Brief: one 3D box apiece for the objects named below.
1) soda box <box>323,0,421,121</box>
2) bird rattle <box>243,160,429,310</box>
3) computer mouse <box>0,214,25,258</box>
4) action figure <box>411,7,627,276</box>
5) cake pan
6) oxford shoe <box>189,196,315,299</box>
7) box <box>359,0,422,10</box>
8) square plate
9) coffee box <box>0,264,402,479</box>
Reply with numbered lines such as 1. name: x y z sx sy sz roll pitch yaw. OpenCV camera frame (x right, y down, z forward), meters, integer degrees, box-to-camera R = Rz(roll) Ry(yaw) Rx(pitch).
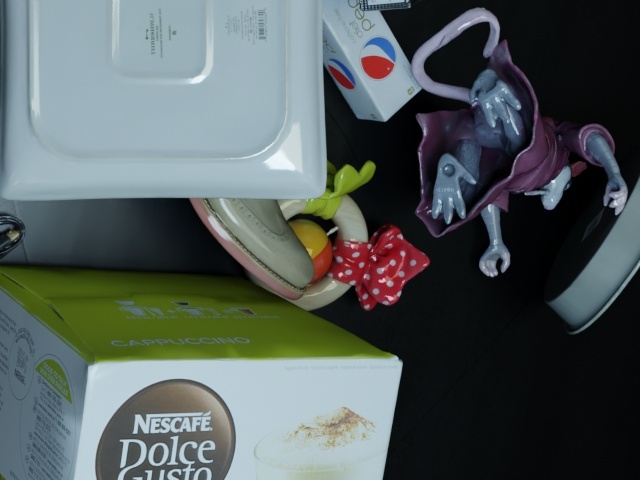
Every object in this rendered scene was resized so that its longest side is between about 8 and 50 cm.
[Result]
1. soda box: 0.034 -0.252 1.429 0.074 0.069 0.216 -43 117 -18
2. bird rattle: 0.000 0.000 1.451 0.207 0.143 0.253 -32 127 -10
3. computer mouse: -0.407 0.056 1.228 0.242 0.041 0.071 -44 117 -19
4. action figure: 0.239 -0.114 1.529 0.370 0.248 0.275 -6 69 -60
5. cake pan: 0.394 -0.010 1.593 0.054 0.293 0.293 31 81 0
6. oxford shoe: -0.092 -0.094 1.288 0.130 0.123 0.348 -33 102 8
7. box: 0.081 -0.409 1.355 0.060 0.216 0.270 -2 104 14
8. square plate: -0.165 -0.215 1.209 0.344 0.049 0.347 0 91 -3
9. coffee box: -0.167 0.226 1.220 0.337 0.338 0.334 4 101 -33
